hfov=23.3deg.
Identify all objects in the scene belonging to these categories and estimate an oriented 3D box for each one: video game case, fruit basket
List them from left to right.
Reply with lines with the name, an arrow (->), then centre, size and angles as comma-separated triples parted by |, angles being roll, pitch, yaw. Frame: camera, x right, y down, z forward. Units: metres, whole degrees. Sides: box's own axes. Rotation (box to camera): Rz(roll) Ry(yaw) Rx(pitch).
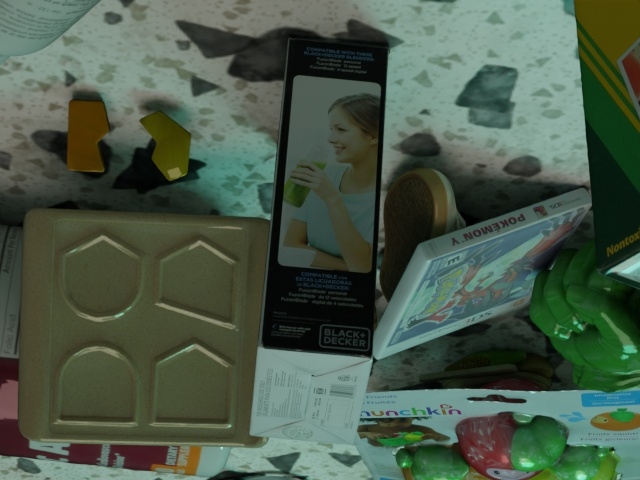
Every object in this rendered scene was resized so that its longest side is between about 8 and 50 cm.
video game case -> 0.149, 0.035, 1.480 | 0.183, 0.023, 0.201 | -19, 155, -23
fruit basket -> 0.200, 0.243, 1.696 | 0.327, 0.165, 0.353 | -2, 157, 11

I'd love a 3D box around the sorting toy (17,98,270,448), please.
sorting toy -> -0.151, 0.032, 1.385 | 0.229, 0.307, 0.041 | 3, -171, -2

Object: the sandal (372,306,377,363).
sandal -> 0.030, 0.069, 1.597 | 0.049, 0.072, 0.180 | -27, 137, 7

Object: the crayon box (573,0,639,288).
crayon box -> 0.311, -0.174, 0.933 | 0.106, 0.313, 0.363 | 19, 145, -30

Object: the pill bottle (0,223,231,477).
pill bottle -> -0.276, 0.101, 1.513 | 0.392, 0.224, 0.224 | 7, 148, -7

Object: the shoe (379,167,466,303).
shoe -> 0.100, -0.006, 1.471 | 0.058, 0.076, 0.219 | -27, 155, -20

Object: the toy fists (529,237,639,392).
toy fists -> 0.309, 0.072, 1.420 | 0.279, 0.096, 0.142 | 2, 120, 51

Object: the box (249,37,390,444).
box -> 0.000, 0.000, 1.266 | 0.087, 0.290, 0.169 | 6, 150, -2

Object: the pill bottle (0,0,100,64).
pill bottle -> -0.216, -0.205, 1.102 | 0.131, 0.131, 0.229 | 26, 142, -32

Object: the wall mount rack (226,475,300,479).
wall mount rack -> -0.187, 0.391, 2.063 | 0.350, 0.130, 0.304 | -18, 143, 29

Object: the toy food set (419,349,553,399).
toy food set -> 0.201, 0.154, 1.743 | 0.132, 0.038, 0.192 | -9, 157, 29
